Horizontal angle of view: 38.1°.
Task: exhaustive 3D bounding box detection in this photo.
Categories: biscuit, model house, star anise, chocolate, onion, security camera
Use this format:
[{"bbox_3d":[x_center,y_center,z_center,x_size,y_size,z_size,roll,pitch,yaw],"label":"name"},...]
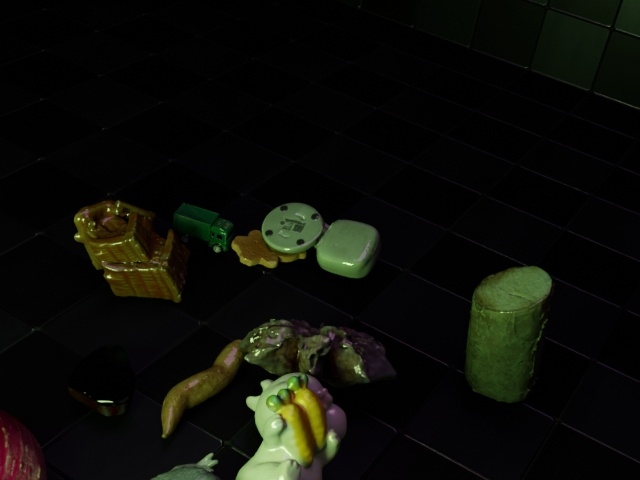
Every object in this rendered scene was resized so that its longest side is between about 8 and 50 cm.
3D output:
[{"bbox_3d":[-0.129,0.019,2.300,0.184,0.027,0.133,-17,46,-36],"label":"biscuit"},{"bbox_3d":[-0.406,0.023,2.090,0.229,0.199,0.219,31,51,34],"label":"model house"},{"bbox_3d":[-0.003,0.223,1.870,0.332,0.117,0.332,13,6,-1],"label":"star anise"},{"bbox_3d":[-0.420,0.288,1.796,0.125,0.080,0.148,-17,48,-17],"label":"chocolate"},{"bbox_3d":[-0.575,0.379,1.494,0.272,0.230,0.256,16,33,21],"label":"onion"},{"bbox_3d":[0.000,0.000,2.291,0.301,0.080,0.157,16,55,16],"label":"security camera"}]

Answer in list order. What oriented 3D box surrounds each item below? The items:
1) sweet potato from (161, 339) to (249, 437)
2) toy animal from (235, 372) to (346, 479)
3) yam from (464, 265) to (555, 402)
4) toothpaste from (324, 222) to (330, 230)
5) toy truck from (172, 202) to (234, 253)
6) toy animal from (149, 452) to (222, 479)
[{"bbox_3d":[-0.243,0.295,1.844,0.067,0.059,0.281,50,46,3],"label":"sweet potato"},{"bbox_3d":[-0.054,0.363,1.655,0.183,0.247,0.310,19,47,-17],"label":"toy animal"},{"bbox_3d":[0.394,0.196,1.955,0.168,0.304,0.168,-1,38,1],"label":"yam"},{"bbox_3d":[0.054,0.006,2.368,0.052,0.033,0.218,-29,46,-31],"label":"toothpaste"},{"bbox_3d":[-0.286,-0.028,2.287,0.147,0.079,0.065,19,35,9],"label":"toy truck"},{"bbox_3d":[-0.249,0.426,1.578,0.367,0.081,0.206,-8,3,22],"label":"toy animal"}]
